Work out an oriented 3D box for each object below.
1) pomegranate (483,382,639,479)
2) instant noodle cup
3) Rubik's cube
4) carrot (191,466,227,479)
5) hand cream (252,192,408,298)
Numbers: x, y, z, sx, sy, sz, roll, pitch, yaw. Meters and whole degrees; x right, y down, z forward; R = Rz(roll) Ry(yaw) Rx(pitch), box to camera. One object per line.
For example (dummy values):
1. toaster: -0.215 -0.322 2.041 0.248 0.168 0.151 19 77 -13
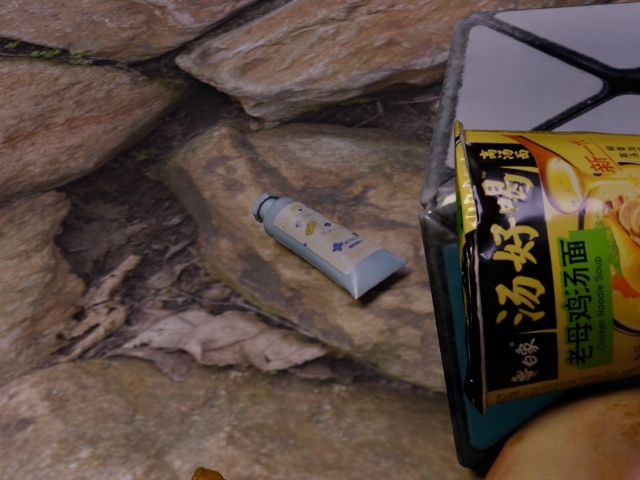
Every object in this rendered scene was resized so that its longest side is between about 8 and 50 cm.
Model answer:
1. pomegranate: 0.169 0.186 0.515 0.229 0.270 0.252 5 49 31
2. instant noodle cup: 0.131 0.010 0.556 0.122 0.151 0.151 -3 37 5
3. Rubik's cube: 0.217 -0.004 0.764 0.260 0.259 0.255 -4 39 16
4. carrot: -0.028 0.244 0.688 0.066 0.066 0.314 -22 34 -11
5. hand cream: 0.000 0.000 1.012 0.065 0.043 0.170 -34 43 -25
